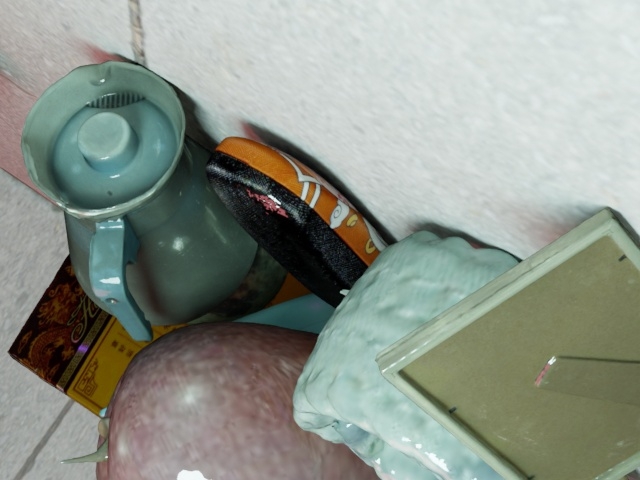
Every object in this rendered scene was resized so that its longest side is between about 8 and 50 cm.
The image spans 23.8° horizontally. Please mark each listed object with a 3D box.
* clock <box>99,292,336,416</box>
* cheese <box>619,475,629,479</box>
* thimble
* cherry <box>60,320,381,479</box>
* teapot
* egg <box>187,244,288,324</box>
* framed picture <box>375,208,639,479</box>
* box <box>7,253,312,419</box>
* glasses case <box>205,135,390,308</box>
[{"bbox_3d":[-0.069,0.130,1.465,0.094,0.274,0.223,68,-166,8],"label":"clock"},{"bbox_3d":[0.192,0.225,1.534,0.233,0.127,0.266,31,169,40],"label":"cheese"},{"bbox_3d":[0.102,0.101,1.052,0.250,0.172,0.205,19,158,52],"label":"thimble"},{"bbox_3d":[-0.057,0.174,1.239,0.308,0.221,0.261,-9,167,-15],"label":"cherry"},{"bbox_3d":[-0.151,-0.023,1.258,0.171,0.203,0.225,-4,156,8],"label":"teapot"},{"bbox_3d":[-0.104,0.013,1.444,0.182,0.141,0.141,10,155,50],"label":"egg"},{"bbox_3d":[0.143,0.076,0.849,0.203,0.150,0.015,41,-159,-41],"label":"framed picture"},{"bbox_3d":[-0.143,0.115,1.722,0.415,0.264,0.116,25,172,39],"label":"box"},{"bbox_3d":[0.000,0.000,1.193,0.103,0.067,0.266,30,171,35],"label":"glasses case"}]
